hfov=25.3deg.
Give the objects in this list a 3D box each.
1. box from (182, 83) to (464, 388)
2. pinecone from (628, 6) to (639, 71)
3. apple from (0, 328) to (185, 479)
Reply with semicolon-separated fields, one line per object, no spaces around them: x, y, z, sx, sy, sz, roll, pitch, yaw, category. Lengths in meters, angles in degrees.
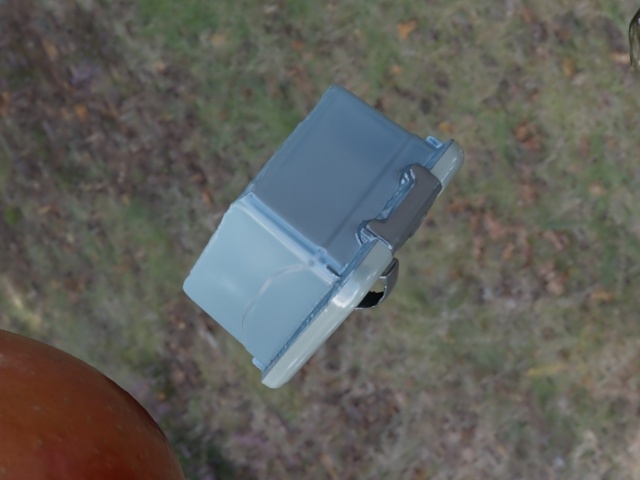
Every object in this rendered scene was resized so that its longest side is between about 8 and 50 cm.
0.000;0.000;1.054;0.130;0.162;0.227;37;151;1;box
0.301;-0.053;0.528;0.398;0.398;0.397;41;148;33;pinecone
-0.159;0.134;0.536;0.218;0.201;0.218;-172;90;-67;apple
